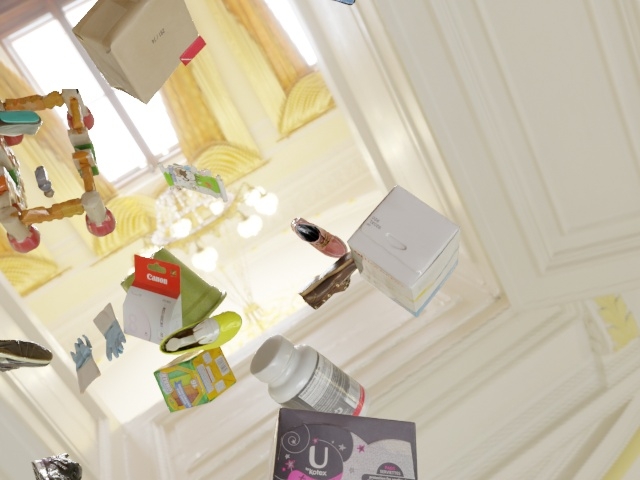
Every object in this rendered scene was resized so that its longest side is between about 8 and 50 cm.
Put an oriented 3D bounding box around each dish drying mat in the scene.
[{"bbox_3d":[-0.333,-0.496,1.670,0.083,0.032,0.008,-49,-132,-9],"label":"dish drying mat"}]

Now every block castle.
[{"bbox_3d":[-0.787,-0.202,1.852,0.303,0.453,0.213,-14,157,-13],"label":"block castle"}]

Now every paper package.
[{"bbox_3d":[-0.570,-0.657,2.035,0.168,0.309,0.324,27,-107,19],"label":"paper package"}]

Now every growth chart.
[{"bbox_3d":[-0.393,-0.184,1.976,0.237,0.172,0.021,15,-116,18],"label":"growth chart"}]

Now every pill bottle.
[{"bbox_3d":[-0.032,0.396,1.748,0.176,0.318,0.176,-42,-159,20],"label":"pill bottle"}]

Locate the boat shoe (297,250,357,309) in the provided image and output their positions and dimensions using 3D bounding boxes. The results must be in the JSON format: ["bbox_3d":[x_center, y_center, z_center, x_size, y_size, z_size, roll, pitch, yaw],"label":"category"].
[{"bbox_3d":[0.038,0.099,1.611,0.207,0.073,0.073,-38,-169,26],"label":"boat shoe"}]

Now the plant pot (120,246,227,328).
[{"bbox_3d":[-0.484,0.167,2.034,0.276,0.254,0.276,-39,-170,8],"label":"plant pot"}]

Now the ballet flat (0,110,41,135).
[{"bbox_3d":[-0.783,-0.281,1.533,0.213,0.072,0.068,-3,145,-44],"label":"ballet flat"}]

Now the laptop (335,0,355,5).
[{"bbox_3d":[-0.120,-0.693,1.328,0.408,0.382,0.236,-23,-129,-33],"label":"laptop"}]

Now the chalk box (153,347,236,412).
[{"bbox_3d":[-0.374,0.395,1.817,0.213,0.132,0.132,-24,-177,32],"label":"chalk box"}]

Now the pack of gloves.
[{"bbox_3d":[-0.649,0.321,1.890,0.195,0.046,0.232,-48,-140,2],"label":"pack of gloves"}]

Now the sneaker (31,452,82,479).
[{"bbox_3d":[-0.763,0.706,1.896,0.124,0.107,0.283,-16,-161,-33],"label":"sneaker"}]

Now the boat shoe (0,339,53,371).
[{"bbox_3d":[-0.559,0.207,1.134,0.049,0.152,0.056,-67,-155,18],"label":"boat shoe"}]

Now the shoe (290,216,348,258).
[{"bbox_3d":[0.000,0.000,1.717,0.063,0.178,0.081,-57,-168,4],"label":"shoe"}]

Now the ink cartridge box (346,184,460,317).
[{"bbox_3d":[0.187,0.028,1.385,0.171,0.232,0.168,37,-100,21],"label":"ink cartridge box"}]

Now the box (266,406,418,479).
[{"bbox_3d":[0.034,0.403,1.111,0.247,0.142,0.163,8,-131,-5],"label":"box"}]

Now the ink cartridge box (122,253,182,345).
[{"bbox_3d":[-0.477,0.171,1.799,0.189,0.232,0.066,11,-158,30],"label":"ink cartridge box"}]

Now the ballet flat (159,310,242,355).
[{"bbox_3d":[-0.292,0.229,1.524,0.231,0.077,0.077,-22,170,26],"label":"ballet flat"}]
